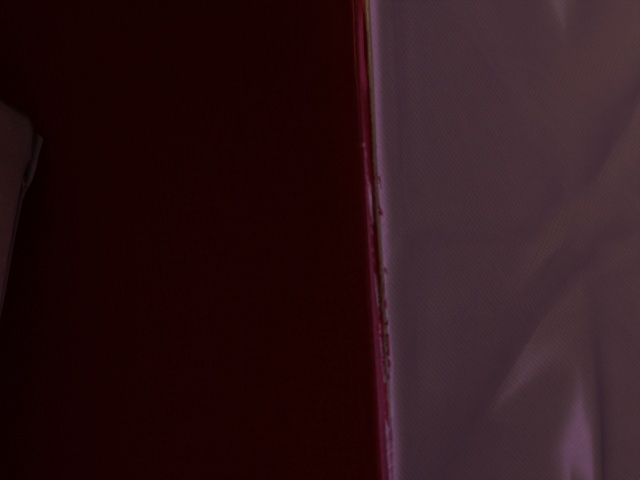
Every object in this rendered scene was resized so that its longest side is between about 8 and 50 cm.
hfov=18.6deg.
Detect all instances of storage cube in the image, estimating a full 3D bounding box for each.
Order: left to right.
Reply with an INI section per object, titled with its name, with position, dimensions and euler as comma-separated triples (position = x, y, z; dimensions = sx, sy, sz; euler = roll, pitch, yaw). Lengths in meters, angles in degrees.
[storage cube]
position = 0.000, 0.000, 0.578
dimensions = 0.184, 0.193, 0.215
euler = -1, 88, -49

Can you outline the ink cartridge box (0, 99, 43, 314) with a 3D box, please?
[ink cartridge box]
position = -0.174, 0.035, 0.422
dimensions = 0.193, 0.088, 0.234
euler = 35, 45, -36
